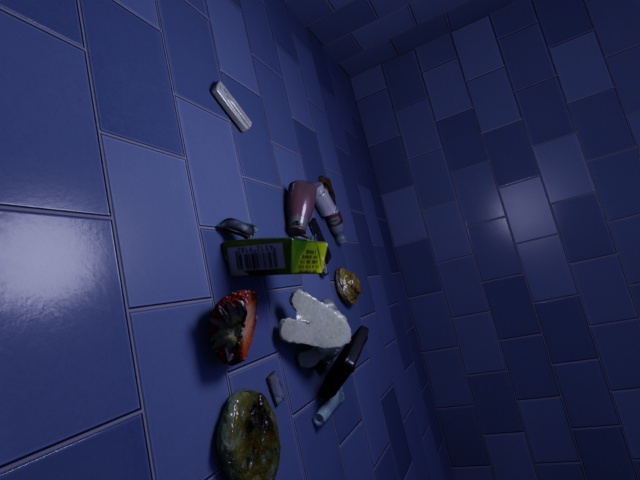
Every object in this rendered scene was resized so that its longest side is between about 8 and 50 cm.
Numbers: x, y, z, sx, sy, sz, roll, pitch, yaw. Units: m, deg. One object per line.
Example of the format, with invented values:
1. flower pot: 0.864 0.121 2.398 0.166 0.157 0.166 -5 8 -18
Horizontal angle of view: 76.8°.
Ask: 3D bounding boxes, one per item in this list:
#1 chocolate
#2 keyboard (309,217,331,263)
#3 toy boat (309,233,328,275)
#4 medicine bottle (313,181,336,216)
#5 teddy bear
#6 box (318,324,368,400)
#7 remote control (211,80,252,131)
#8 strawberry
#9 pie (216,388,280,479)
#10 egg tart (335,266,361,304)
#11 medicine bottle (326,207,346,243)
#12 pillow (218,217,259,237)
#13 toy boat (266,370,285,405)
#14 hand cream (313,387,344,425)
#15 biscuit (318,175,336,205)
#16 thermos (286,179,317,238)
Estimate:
1. chocolate: -0.161 0.065 1.515 0.289 0.301 0.137 8 80 -64
2. keyboard: -0.001 0.000 2.262 0.262 0.016 0.106 66 24 -17
3. toy boat: -0.010 0.080 2.150 0.080 0.046 0.228 -21 94 -66
4. medicine bottle: 0.010 -0.238 2.335 0.186 0.103 0.102 59 27 -29
5. teddy bear: -0.031 0.407 1.793 0.376 0.362 0.327 24 68 -12
6. box: 0.109 0.549 1.819 0.073 0.290 0.289 32 33 6
7. remote control: -0.381 -0.580 1.752 0.230 0.049 0.090 51 29 -39
8. strawberry: -0.287 0.274 1.334 0.306 0.138 0.233 136 -42 -88
9. pie: -0.216 0.626 1.289 0.323 0.071 0.323 49 31 -45
10. egg tart: 0.169 0.260 2.367 0.241 0.106 0.241 47 31 -40
11. medicine bottle: 0.099 -0.089 2.451 0.090 0.091 0.216 -64 139 -58
12. pillow: -0.300 -0.048 1.492 0.055 0.136 0.091 113 -1 -49
13. toy boat: -0.168 0.554 1.511 0.063 0.016 0.115 -24 96 -66
14. hand cream: 0.055 0.740 1.832 0.331 0.058 0.085 -8 80 -67
15. biscuit: 0.048 -0.292 2.541 0.208 0.041 0.290 52 32 -43
16. thermos: -0.101 -0.143 2.000 0.176 0.146 0.264 84 10 -64
